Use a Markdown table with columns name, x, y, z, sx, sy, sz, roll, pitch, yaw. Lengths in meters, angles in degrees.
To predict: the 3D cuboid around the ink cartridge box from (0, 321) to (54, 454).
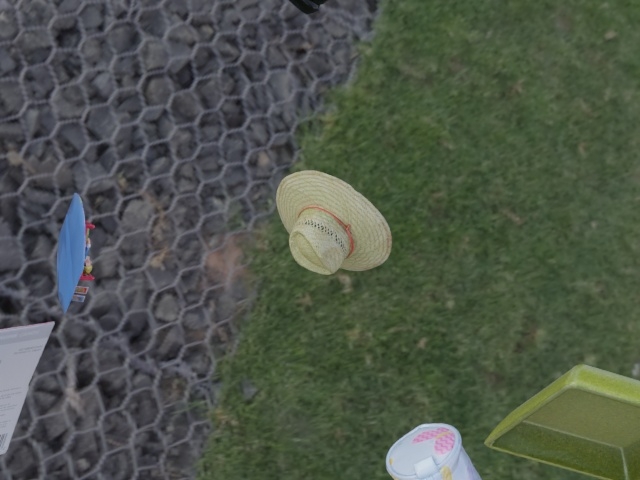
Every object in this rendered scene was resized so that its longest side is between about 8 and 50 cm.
| name | x | y | z | sx | sy | sz | roll | pitch | yaw |
| --- | --- | --- | --- | --- | --- | --- | --- | --- | --- |
| ink cartridge box | -0.531 | 0.208 | 1.363 | 0.296 | 0.261 | 0.066 | -5 | 40 | -48 |

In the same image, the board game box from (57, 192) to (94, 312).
| name | x | y | z | sx | sy | sz | roll | pitch | yaw |
| --- | --- | --- | --- | --- | --- | --- | --- | --- | --- |
| board game box | -0.334 | 0.017 | 1.421 | 0.033 | 0.169 | 0.133 | 5 | 52 | -26 |

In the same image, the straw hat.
| name | x | y | z | sx | sy | sz | roll | pitch | yaw |
| --- | --- | --- | --- | --- | --- | --- | --- | --- | --- |
| straw hat | 0.000 | 0.000 | 1.087 | 0.144 | 0.144 | 0.061 | 45 | 50 | -15 |

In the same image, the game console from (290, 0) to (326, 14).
| name | x | y | z | sx | sy | sz | roll | pitch | yaw |
| --- | --- | --- | --- | --- | --- | --- | --- | --- | --- |
| game console | -0.031 | -0.152 | 0.385 | 0.122 | 0.107 | 0.071 | 39 | 35 | -25 |

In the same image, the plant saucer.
| name | x | y | z | sx | sy | sz | roll | pitch | yaw |
| --- | --- | --- | --- | --- | --- | --- | --- | --- | --- |
| plant saucer | 0.296 | 0.190 | 1.069 | 0.188 | 0.188 | 0.045 | 17 | 57 | -12 |

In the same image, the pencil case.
| name | x | y | z | sx | sy | sz | roll | pitch | yaw |
| --- | --- | --- | --- | --- | --- | --- | --- | --- | --- |
| pencil case | 0.189 | 0.390 | 1.432 | 0.273 | 0.113 | 0.124 | 64 | 23 | -20 |
